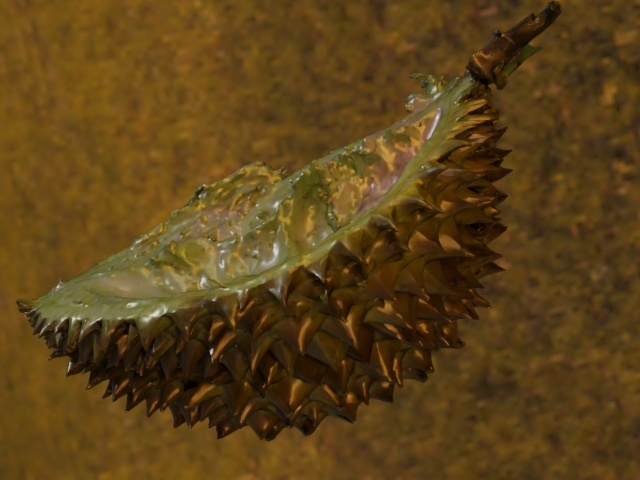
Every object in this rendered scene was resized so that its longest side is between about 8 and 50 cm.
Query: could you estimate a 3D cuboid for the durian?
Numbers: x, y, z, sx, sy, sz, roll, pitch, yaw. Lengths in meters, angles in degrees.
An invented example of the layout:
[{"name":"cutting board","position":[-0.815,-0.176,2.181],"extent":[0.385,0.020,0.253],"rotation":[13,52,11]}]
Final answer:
[{"name":"durian","position":[0.000,0.000,0.609],"extent":[0.100,0.215,0.086],"rotation":[66,-174,29]}]
